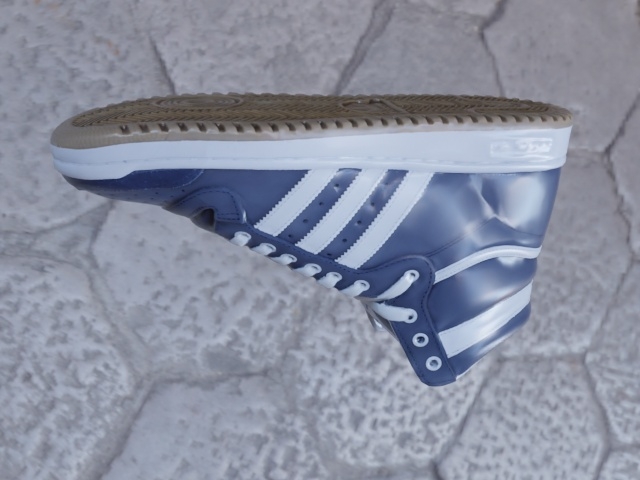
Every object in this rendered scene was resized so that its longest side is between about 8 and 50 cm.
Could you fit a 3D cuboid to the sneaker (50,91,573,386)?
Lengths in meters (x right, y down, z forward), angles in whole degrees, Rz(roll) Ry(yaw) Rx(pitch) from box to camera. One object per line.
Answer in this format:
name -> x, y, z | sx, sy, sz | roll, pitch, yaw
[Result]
sneaker -> 0.000, 0.000, 0.540 | 0.282, 0.099, 0.153 | -2, 110, -14
